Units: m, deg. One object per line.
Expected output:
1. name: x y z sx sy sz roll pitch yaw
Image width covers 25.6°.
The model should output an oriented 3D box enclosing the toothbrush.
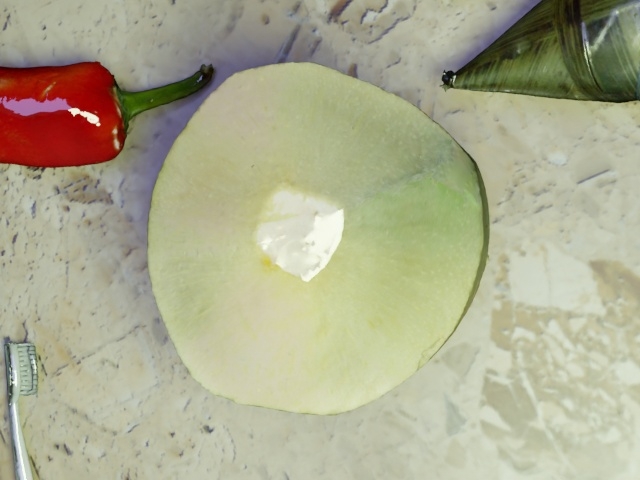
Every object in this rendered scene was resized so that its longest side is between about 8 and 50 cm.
1. toothbrush: -0.230 0.223 1.119 0.026 0.024 0.288 -4 86 -8

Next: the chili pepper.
1. chili pepper: -0.279 -0.133 1.112 0.368 0.092 0.137 17 74 4

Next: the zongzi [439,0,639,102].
1. zongzi: 0.218 -0.209 1.050 0.242 0.112 0.221 4 86 14

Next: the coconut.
1. coconut: 0.000 0.000 0.991 0.259 0.259 0.259 0 87 6
